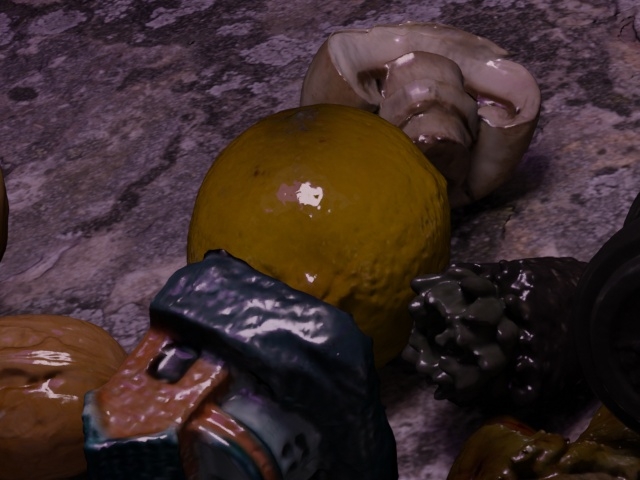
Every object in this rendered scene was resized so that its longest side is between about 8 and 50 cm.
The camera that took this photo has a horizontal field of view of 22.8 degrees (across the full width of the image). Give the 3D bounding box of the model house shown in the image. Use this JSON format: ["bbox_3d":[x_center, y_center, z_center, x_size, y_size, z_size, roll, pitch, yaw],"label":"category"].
[{"bbox_3d":[-0.094,0.197,1.206,0.184,0.253,0.291,25,51,27],"label":"model house"}]

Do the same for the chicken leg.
[{"bbox_3d":[0.204,0.183,1.219,0.211,0.140,0.361,13,25,6],"label":"chicken leg"}]

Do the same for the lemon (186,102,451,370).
[{"bbox_3d":[0.000,0.001,1.484,0.260,0.260,0.284,-18,40,-4],"label":"lemon"}]

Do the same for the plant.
[{"bbox_3d":[0.155,0.080,1.368,0.194,0.129,0.132,-7,1,-36],"label":"plant"}]

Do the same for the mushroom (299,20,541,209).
[{"bbox_3d":[0.099,-0.106,1.679,0.253,0.189,0.195,4,43,-12],"label":"mushroom"}]

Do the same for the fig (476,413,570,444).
[{"bbox_3d":[0.171,0.171,1.335,0.083,0.050,0.050,5,30,-8],"label":"fig"}]

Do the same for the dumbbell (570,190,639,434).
[{"bbox_3d":[0.296,0.041,1.174,0.192,0.192,0.290,2,20,26],"label":"dumbbell"}]

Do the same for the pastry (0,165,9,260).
[{"bbox_3d":[-0.480,0.051,1.584,0.409,0.245,0.409,-31,21,14],"label":"pastry"}]

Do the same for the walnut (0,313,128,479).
[{"bbox_3d":[-0.267,0.146,1.462,0.206,0.159,0.159,-7,31,14],"label":"walnut"}]
